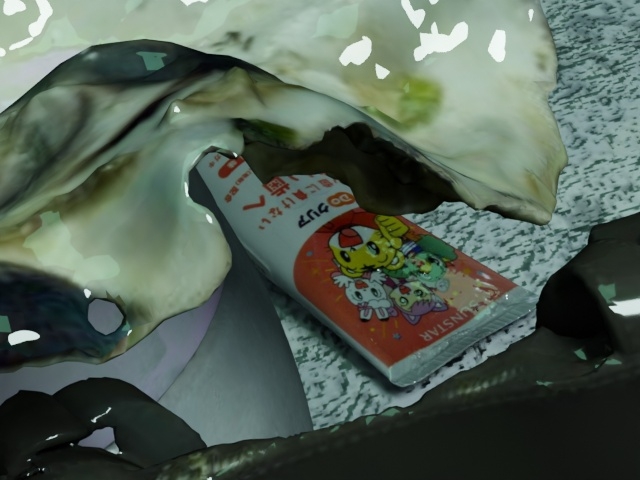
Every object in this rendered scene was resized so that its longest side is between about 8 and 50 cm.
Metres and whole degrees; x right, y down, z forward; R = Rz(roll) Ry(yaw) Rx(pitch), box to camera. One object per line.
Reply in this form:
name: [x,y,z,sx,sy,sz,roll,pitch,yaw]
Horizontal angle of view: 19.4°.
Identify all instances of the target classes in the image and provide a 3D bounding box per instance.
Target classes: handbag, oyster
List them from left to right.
oyster: [-0.103,-0.034,0.511,0.351,0.115,0.238,-34,60,-25]
handbag: [0.039,0.126,0.521,0.285,0.257,0.113,-18,31,11]

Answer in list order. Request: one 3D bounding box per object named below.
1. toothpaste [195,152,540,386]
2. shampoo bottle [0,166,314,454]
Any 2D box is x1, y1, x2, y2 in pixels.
toothpaste: [0.000,0.000,0.940,0.089,0.057,0.234,-30,45,-27]
shampoo bottle: [-0.139,0.078,0.666,0.273,0.266,0.273,-7,34,5]
